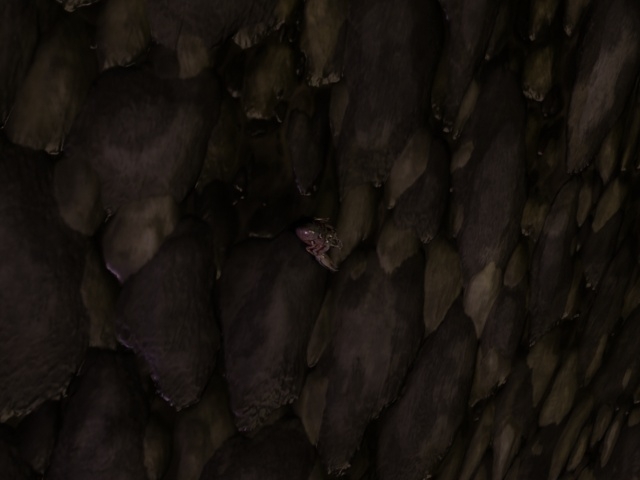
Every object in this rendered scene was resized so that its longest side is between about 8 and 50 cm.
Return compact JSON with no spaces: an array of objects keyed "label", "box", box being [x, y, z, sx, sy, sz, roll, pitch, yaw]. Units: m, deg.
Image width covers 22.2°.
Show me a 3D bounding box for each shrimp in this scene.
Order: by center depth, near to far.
[{"label":"shrimp","box":[0.002,-0.002,1.638,0.038,0.029,0.092,-67,155,-19]}]
